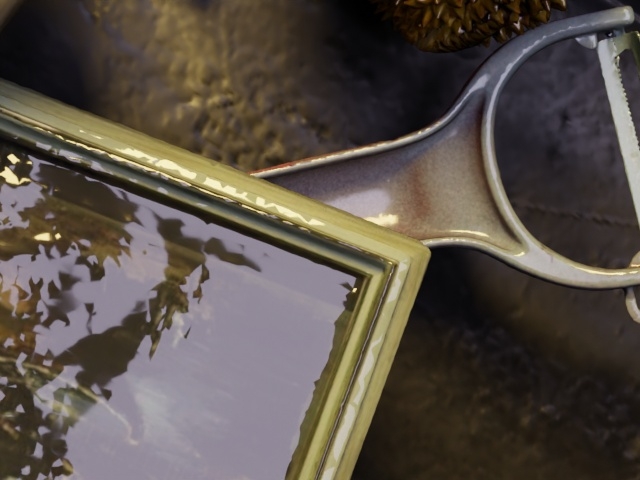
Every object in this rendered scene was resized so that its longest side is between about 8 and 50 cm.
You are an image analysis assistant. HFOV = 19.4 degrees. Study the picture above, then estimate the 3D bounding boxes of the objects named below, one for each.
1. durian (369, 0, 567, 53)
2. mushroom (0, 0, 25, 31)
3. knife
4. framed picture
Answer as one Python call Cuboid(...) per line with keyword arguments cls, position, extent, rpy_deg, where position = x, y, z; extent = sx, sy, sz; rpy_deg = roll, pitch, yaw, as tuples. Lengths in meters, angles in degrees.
Cuboid(cls="durian", position=(0.068, -0.148, 0.701), extent=(0.137, 0.158, 0.168), rpy_deg=(29, 77, 0))
Cuboid(cls="mushroom", position=(-0.183, -0.047, 0.582), extent=(0.350, 0.128, 0.128), rpy_deg=(-41, 100, -13))
Cuboid(cls="knife", position=(-0.001, 0.000, 0.709), extent=(0.278, 0.053, 0.123), rpy_deg=(-13, 85, -10))
Cuboid(cls="framed picture", position=(-0.133, 0.052, 0.642), extent=(0.296, 0.019, 0.232), rpy_deg=(21, 78, -3))
